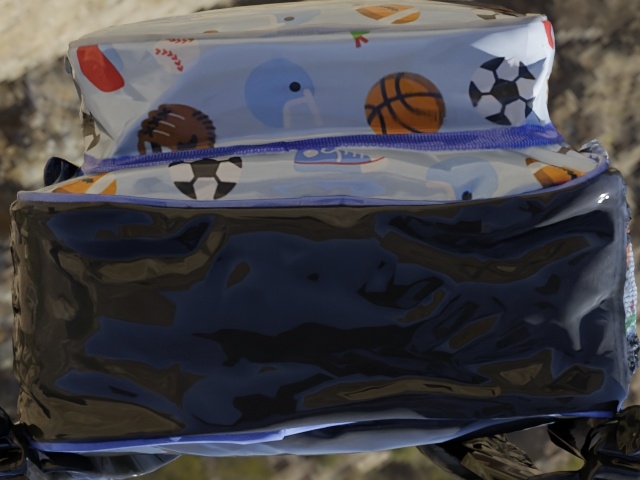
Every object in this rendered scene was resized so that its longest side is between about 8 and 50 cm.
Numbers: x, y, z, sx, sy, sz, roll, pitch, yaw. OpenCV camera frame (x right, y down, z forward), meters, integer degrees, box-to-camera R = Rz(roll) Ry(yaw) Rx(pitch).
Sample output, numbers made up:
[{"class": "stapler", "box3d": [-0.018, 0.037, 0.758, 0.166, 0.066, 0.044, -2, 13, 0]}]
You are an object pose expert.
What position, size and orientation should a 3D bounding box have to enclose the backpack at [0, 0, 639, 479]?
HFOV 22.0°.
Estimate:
[{"class": "backpack", "box3d": [0.000, 0.000, 0.710, 0.277, 0.213, 0.263, 2, 179, 1]}]
